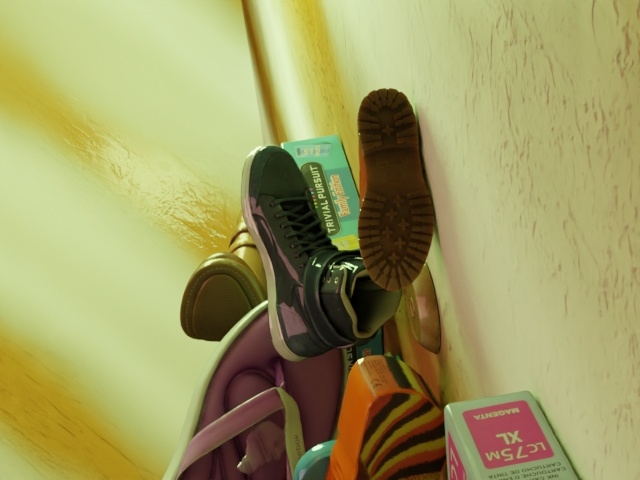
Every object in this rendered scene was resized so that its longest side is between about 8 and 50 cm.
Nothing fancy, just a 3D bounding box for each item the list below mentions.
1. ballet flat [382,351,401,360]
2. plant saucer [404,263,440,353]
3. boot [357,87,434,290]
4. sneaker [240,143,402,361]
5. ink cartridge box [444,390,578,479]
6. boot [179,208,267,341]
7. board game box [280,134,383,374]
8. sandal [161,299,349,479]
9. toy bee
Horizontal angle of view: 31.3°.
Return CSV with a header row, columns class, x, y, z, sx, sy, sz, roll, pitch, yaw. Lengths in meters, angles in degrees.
class,x,y,z,sx,sy,sz,roll,pitch,yaw
ballet flat,0.057,0.220,1.230,0.080,0.073,0.232,-106,9,-55
plant saucer,0.084,0.056,0.969,0.083,0.015,0.084,172,90,-85
boot,0.057,-0.035,0.919,0.084,0.059,0.158,92,177,-80
sneaker,0.002,0.000,1.133,0.163,0.086,0.226,-18,84,56
ink cartridge box,0.126,0.237,0.568,0.311,0.065,0.186,-112,14,-63
boot,-0.089,0.039,1.419,0.283,0.109,0.220,71,-158,-52
board game box,0.017,0.080,1.419,0.254,0.079,0.336,-106,8,-53
sandal,-0.079,0.250,1.168,0.416,0.169,0.102,-62,18,-15
toy bee,0.054,0.236,1.018,0.298,0.162,0.195,-56,34,41
